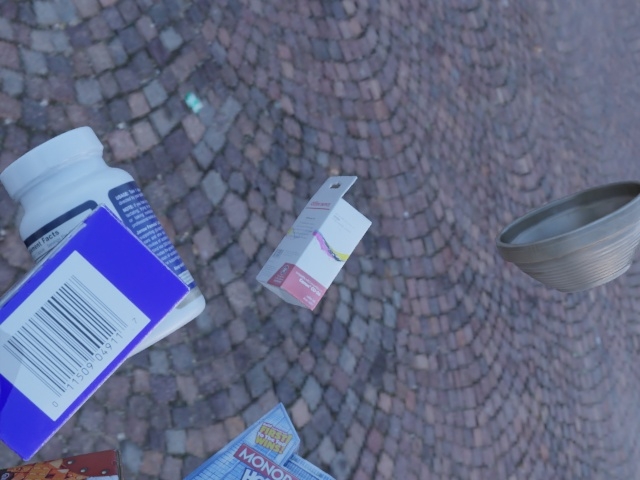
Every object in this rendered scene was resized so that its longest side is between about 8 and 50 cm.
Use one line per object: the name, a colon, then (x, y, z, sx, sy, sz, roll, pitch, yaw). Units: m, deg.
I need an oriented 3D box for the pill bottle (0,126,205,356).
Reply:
pill bottle: (-0.266, 0.006, 1.196, 0.153, 0.153, 0.264, -33, 95, -54)

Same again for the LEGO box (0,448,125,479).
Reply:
LEGO box: (-0.364, 0.507, 1.050, 0.193, 0.373, 0.499, -126, -150, -66)

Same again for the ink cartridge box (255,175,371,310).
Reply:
ink cartridge box: (0.000, 0.000, 1.466, 0.067, 0.115, 0.198, 38, 80, -20)

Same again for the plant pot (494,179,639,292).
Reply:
plant pot: (0.391, 0.004, 1.476, 0.237, 0.237, 0.109, -37, 105, -53)

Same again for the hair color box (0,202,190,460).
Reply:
hair color box: (-0.239, 0.074, 0.906, 0.110, 0.339, 0.185, 45, 77, -8)

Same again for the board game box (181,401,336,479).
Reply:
board game box: (-0.065, 0.321, 1.309, 0.194, 0.194, 0.060, -51, 162, -35)
